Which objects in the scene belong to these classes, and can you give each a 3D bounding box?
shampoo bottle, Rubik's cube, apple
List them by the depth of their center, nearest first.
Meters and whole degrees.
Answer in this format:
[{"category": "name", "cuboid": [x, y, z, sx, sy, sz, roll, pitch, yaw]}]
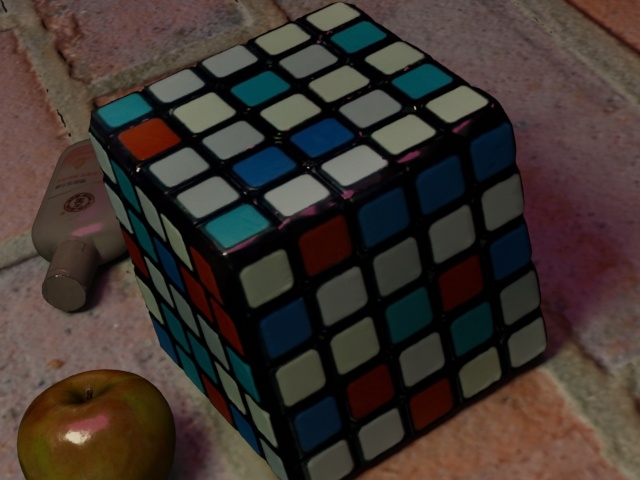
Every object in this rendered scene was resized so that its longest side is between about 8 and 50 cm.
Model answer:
[{"category": "apple", "cuboid": [-0.125, 0.113, 0.803, 0.090, 0.074, 0.089, -9, 35, 6]}, {"category": "Rubik's cube", "cuboid": [0.000, 0.000, 0.820, 0.184, 0.182, 0.187, -27, 38, -17]}, {"category": "shampoo bottle", "cuboid": [-0.163, -0.015, 1.010, 0.080, 0.040, 0.165, -5, 37, 10]}]
